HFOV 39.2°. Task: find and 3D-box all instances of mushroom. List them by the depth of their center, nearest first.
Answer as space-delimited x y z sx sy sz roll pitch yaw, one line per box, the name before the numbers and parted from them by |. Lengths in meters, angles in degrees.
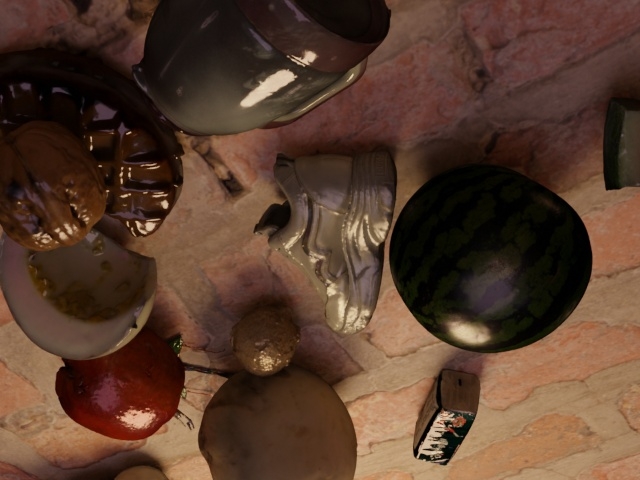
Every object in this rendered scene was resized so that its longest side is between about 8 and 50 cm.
mushroom | -0.099 0.395 1.706 0.314 0.314 0.336 26 156 -19

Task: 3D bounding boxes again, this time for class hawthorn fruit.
hawthorn fruit | -0.333 0.262 1.615 0.211 0.211 0.299 -35 123 29

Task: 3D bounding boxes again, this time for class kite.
kite | -0.243 0.246 1.727 0.244 0.006 0.198 7 131 -3

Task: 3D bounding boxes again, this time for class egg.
egg | -0.382 0.074 1.472 0.271 0.162 0.206 30 105 11
egg | -0.098 0.176 1.586 0.118 0.116 0.140 -12 134 -38

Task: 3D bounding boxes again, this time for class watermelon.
watermelon | 0.527 -0.131 1.260 0.256 0.193 0.140 1 101 8
watermelon | 0.245 0.025 1.323 0.285 0.285 0.285 2 132 2

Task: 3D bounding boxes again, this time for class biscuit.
biscuit | -0.379 -0.146 1.314 0.366 0.115 0.268 8 132 -6

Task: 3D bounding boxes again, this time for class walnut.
walnut | -0.370 -0.068 1.213 0.155 0.155 0.184 -13 125 14

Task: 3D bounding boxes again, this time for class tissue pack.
tissue pack | 0.241 0.340 1.721 0.090 0.103 0.170 15 131 -1

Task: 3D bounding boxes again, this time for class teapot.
teapot | -0.073 -0.248 1.162 0.315 0.233 0.312 11 146 -45

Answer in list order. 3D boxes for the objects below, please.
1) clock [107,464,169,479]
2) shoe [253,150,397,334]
clock | -0.438 0.651 1.992 0.325 0.184 0.342 -15 134 11
shoe | 0.000 0.000 1.420 0.210 0.132 0.342 8 128 2
